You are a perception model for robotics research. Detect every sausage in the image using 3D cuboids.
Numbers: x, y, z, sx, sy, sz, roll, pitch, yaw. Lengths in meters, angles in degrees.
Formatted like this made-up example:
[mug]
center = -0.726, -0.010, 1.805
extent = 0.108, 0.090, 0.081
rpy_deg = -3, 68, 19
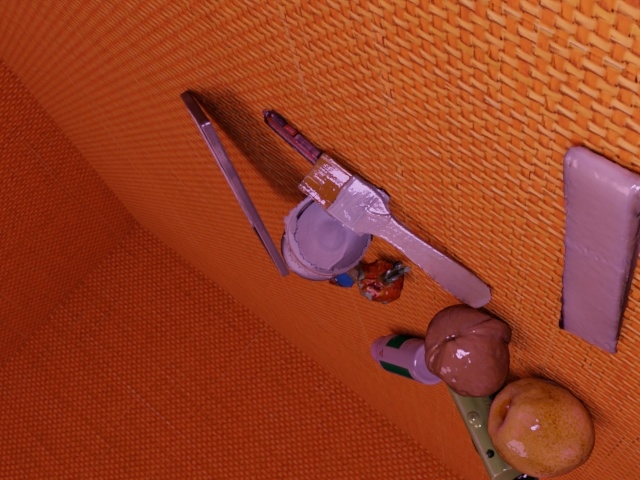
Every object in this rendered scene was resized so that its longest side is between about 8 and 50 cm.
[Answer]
[sausage]
center = -0.014, -0.136, 1.247
extent = 0.198, 0.028, 0.025
rpy_deg = 39, 157, 1

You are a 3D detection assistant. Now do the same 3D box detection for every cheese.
[cheese]
center = 0.305, 0.030, 0.885
extent = 0.085, 0.034, 0.400
rpy_deg = 28, 163, 28

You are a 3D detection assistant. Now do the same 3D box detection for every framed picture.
[framed picture]
center = -0.156, -0.106, 1.463
extent = 0.324, 0.020, 0.240
rpy_deg = 64, 174, -29

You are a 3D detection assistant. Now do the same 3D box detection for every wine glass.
[wine glass]
center = 0.000, 0.000, 1.384
extent = 0.143, 0.143, 0.321
rpy_deg = 41, 174, 0

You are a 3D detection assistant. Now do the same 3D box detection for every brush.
[brush]
center = 0.119, -0.006, 1.214
extent = 0.336, 0.085, 0.020
rpy_deg = 38, -162, -2

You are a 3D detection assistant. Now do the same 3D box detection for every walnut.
[walnut]
center = 0.240, 0.175, 1.308
extent = 0.166, 0.149, 0.166
rpy_deg = 48, -161, -23

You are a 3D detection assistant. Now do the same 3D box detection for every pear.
[pear]
center = 0.376, 0.317, 1.364
extent = 0.178, 0.178, 0.178
rpy_deg = 38, 166, 11

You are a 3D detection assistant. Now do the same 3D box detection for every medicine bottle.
[medicine bottle]
center = 0.191, 0.259, 1.798
extent = 0.095, 0.095, 0.260
rpy_deg = 44, 165, -14

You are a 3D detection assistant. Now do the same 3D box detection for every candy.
[candy]
center = 0.116, 0.060, 1.368
extent = 0.084, 0.078, 0.287
rpy_deg = 13, 172, -2

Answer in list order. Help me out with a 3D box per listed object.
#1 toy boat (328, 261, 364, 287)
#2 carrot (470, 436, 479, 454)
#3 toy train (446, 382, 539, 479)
[toy boat]
center = 0.042, 0.065, 1.652
extent = 0.065, 0.066, 0.172
rpy_deg = 41, 168, -15
[carrot]
center = 0.398, 0.424, 1.697
extent = 0.139, 0.138, 0.302
rpy_deg = 39, 173, 9
[toy train]
center = 0.316, 0.340, 1.502
extent = 0.157, 0.105, 0.253
rpy_deg = 28, -148, -49
